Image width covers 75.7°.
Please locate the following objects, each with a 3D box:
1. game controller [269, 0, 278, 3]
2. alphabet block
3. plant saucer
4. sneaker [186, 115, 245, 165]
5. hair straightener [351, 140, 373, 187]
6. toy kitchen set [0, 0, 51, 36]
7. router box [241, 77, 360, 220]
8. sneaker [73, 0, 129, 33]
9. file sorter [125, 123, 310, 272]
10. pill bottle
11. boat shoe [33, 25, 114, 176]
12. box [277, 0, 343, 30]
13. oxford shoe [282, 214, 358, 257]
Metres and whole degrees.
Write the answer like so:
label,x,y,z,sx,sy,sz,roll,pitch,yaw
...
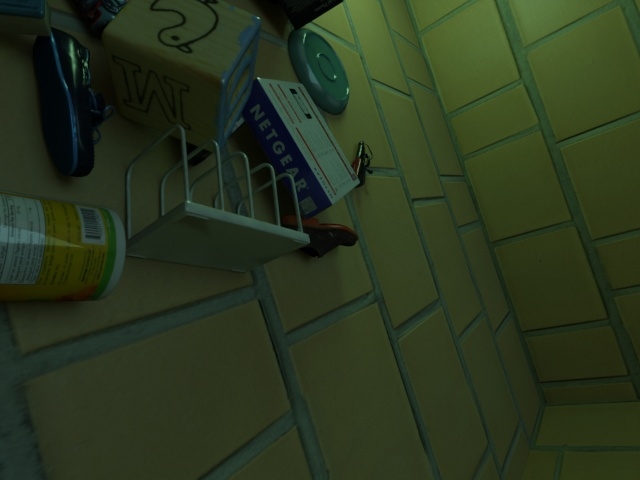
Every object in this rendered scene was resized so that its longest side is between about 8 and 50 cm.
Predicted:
label,x,y,z,sx,sy,sz,roll,pitch,yaw
game controller,-0.210,-0.889,1.256,0.166,0.067,0.320,-22,92,-55
alphabet block,-0.238,-0.310,0.744,0.196,0.193,0.193,21,59,-6
plant saucer,0.010,-0.594,1.430,0.317,0.043,0.318,29,51,-44
sneaker,-0.258,-0.255,0.878,0.132,0.086,0.229,49,30,-19
hair straightener,0.148,-0.269,1.463,0.089,0.047,0.231,44,38,-33
toy kitchen set,-0.465,-0.432,0.569,0.122,0.166,0.207,-6,71,-22
router box,-0.043,-0.249,1.074,0.336,0.082,0.301,59,24,-6
sneaker,-0.398,-0.447,0.753,0.261,0.104,0.125,35,50,-39
file sorter,-0.190,-0.062,0.770,0.277,0.192,0.173,16,58,-49
pill bottle,-0.391,0.007,0.509,0.245,0.136,0.137,10,66,-51
boat shoe,-0.384,-0.225,0.662,0.089,0.108,0.259,2,74,-57
box,-0.084,-0.891,1.253,0.312,0.178,0.344,47,31,-42
oxford shoe,0.000,0.000,1.098,0.271,0.096,0.099,10,82,-44
